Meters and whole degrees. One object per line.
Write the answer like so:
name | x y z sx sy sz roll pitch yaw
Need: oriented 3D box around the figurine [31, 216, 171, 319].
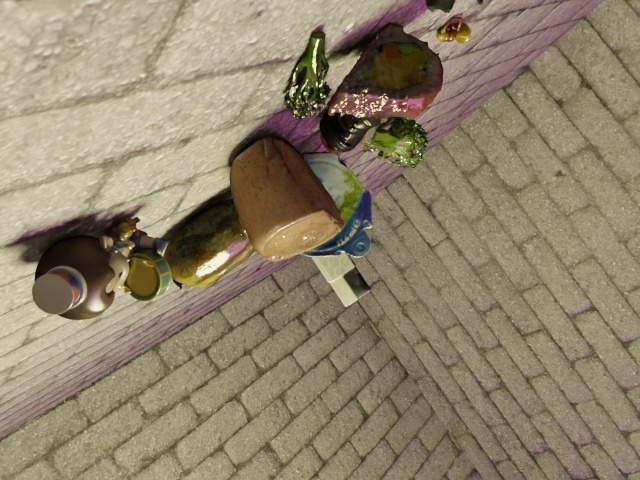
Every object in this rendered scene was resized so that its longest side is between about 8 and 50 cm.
figurine | -0.395 0.062 0.985 0.161 0.158 0.275 -49 170 28

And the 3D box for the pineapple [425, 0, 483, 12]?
pineapple | 0.320 -0.479 0.971 0.309 0.141 0.170 -27 -163 -17

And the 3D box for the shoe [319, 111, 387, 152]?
shoe | 0.062 -0.274 1.268 0.137 0.114 0.291 -29 177 -11

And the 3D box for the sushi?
sushi | 0.133 -0.288 1.048 0.241 0.161 0.107 -55 -178 -29

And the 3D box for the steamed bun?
steamed bun | -0.089 -0.077 1.217 0.199 0.252 0.301 -36 166 9

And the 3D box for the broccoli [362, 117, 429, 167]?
broccoli | 0.199 -0.326 1.758 0.274 0.177 0.198 1 -168 -31

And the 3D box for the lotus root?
lotus root | -0.259 -0.001 1.361 0.274 0.160 0.152 -37 151 -3

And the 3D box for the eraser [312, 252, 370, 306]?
eraser | 0.000 0.000 1.636 0.096 0.404 0.098 -35 177 2

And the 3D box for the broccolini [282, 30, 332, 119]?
broccolini | -0.018 -0.273 0.956 0.091 0.068 0.203 -6 168 -7

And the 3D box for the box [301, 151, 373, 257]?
box | 0.010 -0.083 1.482 0.262 0.291 0.206 -51 -173 3

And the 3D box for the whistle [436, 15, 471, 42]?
whistle | 0.314 -0.489 1.300 0.057 0.046 0.109 -20 -179 43

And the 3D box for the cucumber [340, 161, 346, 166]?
cucumber | 0.076 -0.254 1.934 0.034 0.033 0.135 -39 176 -2
